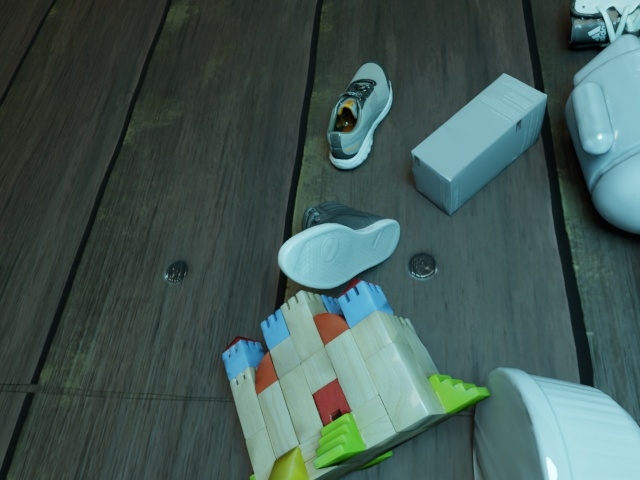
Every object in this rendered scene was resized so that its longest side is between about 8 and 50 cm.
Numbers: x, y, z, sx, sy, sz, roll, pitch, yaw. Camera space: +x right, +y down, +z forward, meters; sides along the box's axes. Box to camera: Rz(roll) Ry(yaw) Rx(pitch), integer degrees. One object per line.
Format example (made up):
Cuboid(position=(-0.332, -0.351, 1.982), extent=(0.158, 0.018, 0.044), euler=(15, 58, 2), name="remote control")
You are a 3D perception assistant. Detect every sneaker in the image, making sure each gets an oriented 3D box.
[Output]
Cuboid(position=(0.083, -0.283, 0.995), extent=(0.101, 0.108, 0.271), euler=(8, 64, 23), name="sneaker")
Cuboid(position=(0.623, -0.375, 0.874), extent=(0.258, 0.169, 0.447), euler=(-19, 51, 16), name="sneaker")
Cuboid(position=(0.000, 0.000, 0.803), extent=(0.147, 0.296, 0.104), euler=(19, 110, 35), name="sneaker")

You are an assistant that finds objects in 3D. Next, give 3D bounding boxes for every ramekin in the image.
Cuboid(position=(0.274, 0.288, 0.547), extent=(0.127, 0.272, 0.272), euler=(2, 63, 3), name="ramekin")

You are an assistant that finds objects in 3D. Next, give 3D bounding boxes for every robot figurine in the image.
Cuboid(position=(0.514, -0.156, 0.740), extent=(0.300, 0.199, 0.353), euler=(9, 60, -18), name="robot figurine")

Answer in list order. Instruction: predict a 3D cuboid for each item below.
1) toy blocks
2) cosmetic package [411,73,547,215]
Cuboid(position=(0.005, 0.196, 0.698), extent=(0.381, 0.191, 0.260), euler=(-40, 55, 23), name="toy blocks")
Cuboid(position=(0.286, -0.173, 0.863), extent=(0.238, 0.127, 0.107), euler=(-43, 60, -7), name="cosmetic package")
